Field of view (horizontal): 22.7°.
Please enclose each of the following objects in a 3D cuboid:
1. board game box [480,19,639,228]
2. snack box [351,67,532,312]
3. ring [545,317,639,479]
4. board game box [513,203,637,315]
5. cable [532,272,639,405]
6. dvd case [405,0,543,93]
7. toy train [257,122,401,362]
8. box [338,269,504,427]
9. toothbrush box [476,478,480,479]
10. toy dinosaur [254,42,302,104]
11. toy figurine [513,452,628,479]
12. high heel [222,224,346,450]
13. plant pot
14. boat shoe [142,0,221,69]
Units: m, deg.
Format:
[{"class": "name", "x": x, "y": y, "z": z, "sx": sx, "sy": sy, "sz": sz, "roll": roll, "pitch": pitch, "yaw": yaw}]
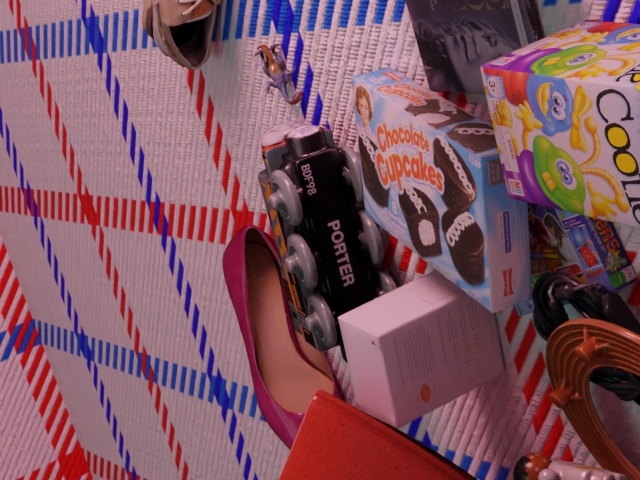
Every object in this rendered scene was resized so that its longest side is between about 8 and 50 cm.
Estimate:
[{"class": "board game box", "x": 0.295, "y": -0.106, "z": 1.456, "sx": 0.275, "sy": 0.142, "sz": 0.144, "roll": 17, "pitch": 127, "yaw": 57}, {"class": "snack box", "x": 0.134, "y": -0.066, "z": 1.820, "sx": 0.322, "sy": 0.060, "sz": 0.187, "roll": -140, "pitch": 38, "yaw": -58}, {"class": "ring", "x": 0.355, "y": 0.222, "z": 1.670, "sx": 0.336, "sy": 0.032, "sz": 0.336, "roll": 44, "pitch": 160, "yaw": 20}, {"class": "board game box", "x": 0.253, "y": 0.004, "z": 1.755, "sx": 0.136, "sy": 0.035, "sz": 0.201, "roll": 65, "pitch": 154, "yaw": -1}, {"class": "cable", "x": 0.297, "y": 0.116, "z": 1.711, "sx": 0.184, "sy": 0.047, "sz": 0.150, "roll": 52, "pitch": 155, "yaw": -13}, {"class": "dvd case", "x": 0.164, "y": -0.237, "z": 1.731, "sx": 0.221, "sy": 0.018, "sz": 0.165, "roll": 12, "pitch": 123, "yaw": 59}, {"class": "toy train", "x": 0.000, "y": 0.000, "z": 2.125, "sx": 0.190, "sy": 0.142, "sz": 0.334, "roll": 28, "pitch": 136, "yaw": 65}, {"class": "box", "x": 0.125, "y": 0.128, "z": 1.948, "sx": 0.091, "sy": 0.170, "sz": 0.130, "roll": 24, "pitch": 131, "yaw": 55}, {"class": "toothbrush box", "x": 0.243, "y": 0.493, "z": 2.104, "sx": 0.206, "sy": 0.122, "sz": 0.283, "roll": 31, "pitch": 137, "yaw": 49}, {"class": "toy dinosaur", "x": -0.052, "y": -0.224, "z": 2.149, "sx": 0.090, "sy": 0.047, "sz": 0.082, "roll": -90, "pitch": -25, "yaw": -70}, {"class": "toy figurine", "x": 0.256, "y": 0.353, "z": 1.757, "sx": 0.148, "sy": 0.213, "sz": 0.209, "roll": 4, "pitch": 132, "yaw": 45}, {"class": "high heel", "x": -0.050, "y": 0.162, "z": 2.344, "sx": 0.377, "sy": 0.127, "sz": 0.181, "roll": 60, "pitch": 164, "yaw": 18}, {"class": "plant pot", "x": 0.087, "y": 0.361, "z": 1.918, "sx": 0.235, "sy": 0.267, "sz": 0.267, "roll": 19, "pitch": 173, "yaw": 23}, {"class": "boat shoe", "x": -0.183, "y": -0.350, "z": 2.194, "sx": 0.103, "sy": 0.113, "sz": 0.302, "roll": 54, "pitch": 162, "yaw": 20}]
